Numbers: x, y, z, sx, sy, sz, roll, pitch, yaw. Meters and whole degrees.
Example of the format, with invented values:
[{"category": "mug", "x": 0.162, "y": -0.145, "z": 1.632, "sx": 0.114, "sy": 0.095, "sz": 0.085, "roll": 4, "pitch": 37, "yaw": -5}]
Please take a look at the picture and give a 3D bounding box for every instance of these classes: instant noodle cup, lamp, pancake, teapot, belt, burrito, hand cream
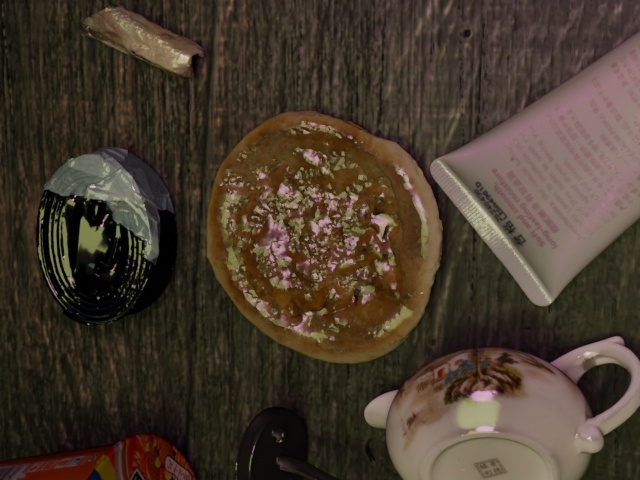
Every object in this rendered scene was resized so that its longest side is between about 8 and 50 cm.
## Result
[{"category": "instant noodle cup", "x": -0.273, "y": 0.341, "z": 1.176, "sx": 0.192, "sy": 0.250, "sz": 0.250, "roll": -5, "pitch": 98, "yaw": 27}, {"category": "lamp", "x": 0.076, "y": 0.305, "z": 1.083, "sx": 0.371, "sy": 0.130, "sz": 0.108, "roll": 25, "pitch": 132, "yaw": 21}, {"category": "pancake", "x": 0.000, "y": -0.001, "z": 1.118, "sx": 0.283, "sy": 0.049, "sz": 0.282, "roll": 3, "pitch": 99, "yaw": 20}, {"category": "teapot", "x": 0.180, "y": 0.185, "z": 1.050, "sx": 0.298, "sy": 0.139, "sz": 0.204, "roll": -14, "pitch": 122, "yaw": 17}, {"category": "belt", "x": -0.239, "y": -0.006, "z": 1.176, "sx": 0.151, "sy": 0.078, "sz": 0.198, "roll": 5, "pitch": 100, "yaw": 19}, {"category": "burrito", "x": -0.196, "y": -0.220, "z": 1.142, "sx": 0.149, "sy": 0.041, "sz": 0.055, "roll": 26, "pitch": 120, "yaw": 12}, {"category": "hand cream", "x": 0.288, "y": -0.102, "z": 0.984, "sx": 0.359, "sy": 0.118, "sz": 0.185, "roll": -39, "pitch": 89, "yaw": 28}]
